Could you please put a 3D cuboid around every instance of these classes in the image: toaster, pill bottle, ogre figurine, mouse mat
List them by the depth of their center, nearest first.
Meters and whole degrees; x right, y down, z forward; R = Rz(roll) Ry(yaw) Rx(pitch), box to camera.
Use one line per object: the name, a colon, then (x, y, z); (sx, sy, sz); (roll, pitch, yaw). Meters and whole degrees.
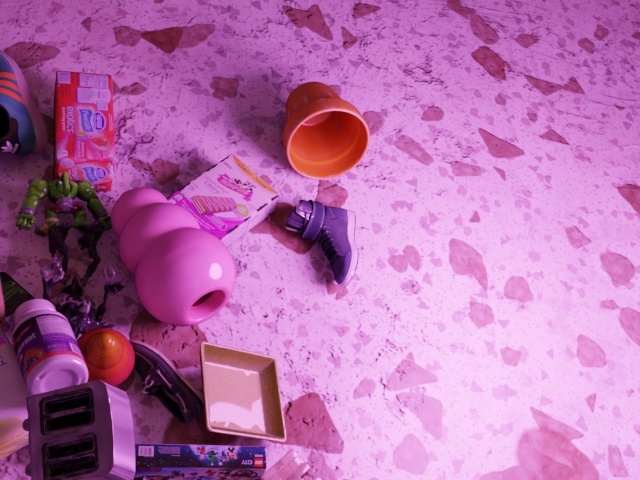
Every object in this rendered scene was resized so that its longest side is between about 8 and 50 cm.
toaster: (-0.396, 0.334, 1.512); (0.186, 0.110, 0.168); (-13, 68, 5)
pill bottle: (-0.499, 0.195, 1.649); (0.108, 0.108, 0.193); (-11, 39, -25)
mouse mat: (-0.666, 0.127, 1.748); (0.190, 0.007, 0.152); (-28, 39, -33)
ogre figurine: (-0.542, -0.075, 1.924); (0.197, 0.097, 0.118); (-7, 70, -10)

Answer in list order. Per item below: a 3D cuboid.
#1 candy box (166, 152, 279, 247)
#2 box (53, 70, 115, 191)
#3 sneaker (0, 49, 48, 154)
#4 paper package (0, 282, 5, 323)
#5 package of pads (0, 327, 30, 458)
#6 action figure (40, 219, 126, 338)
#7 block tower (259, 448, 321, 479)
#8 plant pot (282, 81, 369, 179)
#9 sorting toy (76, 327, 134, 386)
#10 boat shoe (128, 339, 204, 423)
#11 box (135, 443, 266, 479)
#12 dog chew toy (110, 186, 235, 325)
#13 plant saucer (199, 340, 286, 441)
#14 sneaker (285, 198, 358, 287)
candy box: (-0.228, -0.076, 2.047); (0.159, 0.071, 0.233); (41, 53, 12)
box: (-0.530, -0.244, 2.026); (0.128, 0.122, 0.257); (1, 56, -18)
sneaker: (-0.720, -0.316, 2.004); (0.121, 0.108, 0.302); (-10, 59, -50)
paper package: (-0.770, 0.026, 1.677); (0.309, 0.168, 0.325); (-14, 45, -24)
package of pads: (-0.653, 0.307, 1.611); (0.296, 0.101, 0.229); (-28, 68, -32)
action figure: (-0.484, 0.082, 1.806); (0.164, 0.141, 0.275); (5, 52, -27)
block tower: (0.024, 0.549, 1.683); (0.335, 0.091, 0.097); (45, 55, 14)
plant pot: (-0.004, -0.284, 2.208); (0.205, 0.205, 0.188); (0, 40, -19)
sorting toy: (-0.412, 0.315, 1.638); (0.127, 0.126, 0.365); (10, 64, -12)
boat shoe: (-0.316, 0.275, 1.769); (0.206, 0.075, 0.065); (40, 50, 4)
box: (-0.228, 0.419, 1.643); (0.233, 0.159, 0.044); (5, 55, -16)
dog chew toy: (-0.321, 0.018, 1.878); (0.206, 0.206, 0.332); (-23, 58, -31)
plant saucer: (-0.163, 0.307, 1.787); (0.188, 0.045, 0.188); (18, 48, -36)
sneaker: (-0.001, 0.001, 2.053); (0.163, 0.086, 0.226); (18, 42, -20)
